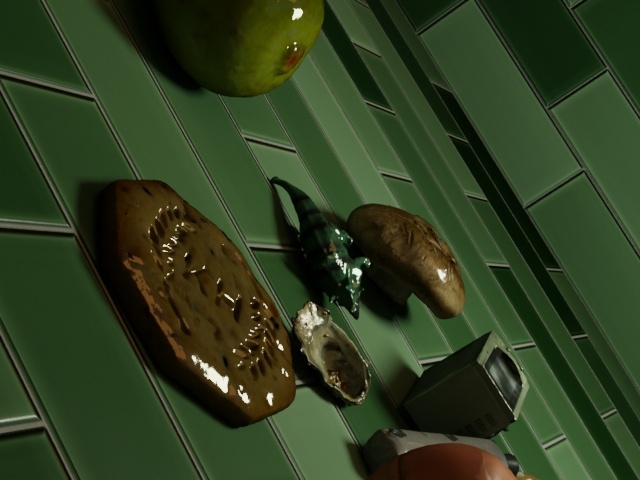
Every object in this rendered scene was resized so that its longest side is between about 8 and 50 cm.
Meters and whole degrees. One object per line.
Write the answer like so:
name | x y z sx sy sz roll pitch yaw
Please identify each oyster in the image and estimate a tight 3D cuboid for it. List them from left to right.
oyster | 0.014 0.166 1.779 0.177 0.056 0.105 43 34 -34

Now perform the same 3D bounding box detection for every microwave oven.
microwave oven | 0.239 0.251 2.036 0.129 0.163 0.205 55 18 1

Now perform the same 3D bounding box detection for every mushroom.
mushroom | 0.157 0.040 2.218 0.278 0.146 0.278 42 0 0

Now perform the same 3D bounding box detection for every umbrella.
umbrella | 0.185 0.319 1.849 0.337 0.067 0.073 15 46 -48

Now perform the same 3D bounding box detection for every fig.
fig | -0.147 -0.384 2.028 0.326 0.258 0.258 50 13 28

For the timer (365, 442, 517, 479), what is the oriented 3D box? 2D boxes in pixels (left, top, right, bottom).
timer | 0.143 0.360 1.522 0.229 0.215 0.229 54 19 -28

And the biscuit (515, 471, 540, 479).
biscuit | 0.311 0.398 1.894 0.339 0.216 0.047 -135 -137 -77

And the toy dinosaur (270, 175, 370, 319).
toy dinosaur | 0.010 0.008 2.016 0.120 0.079 0.292 41 20 -44

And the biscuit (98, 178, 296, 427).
biscuit | -0.144 0.068 1.560 0.359 0.046 0.359 48 18 -21
